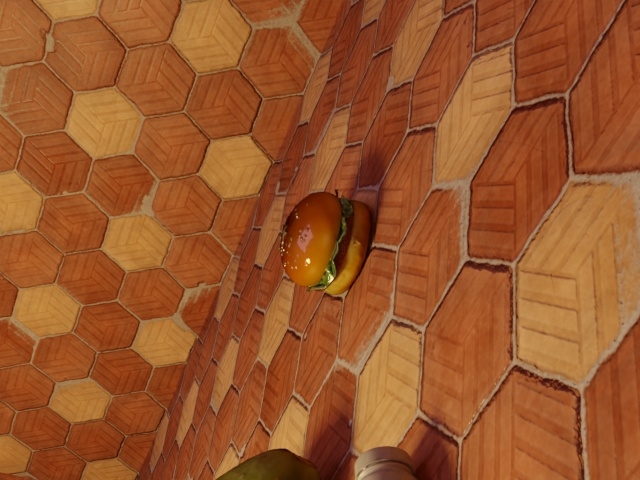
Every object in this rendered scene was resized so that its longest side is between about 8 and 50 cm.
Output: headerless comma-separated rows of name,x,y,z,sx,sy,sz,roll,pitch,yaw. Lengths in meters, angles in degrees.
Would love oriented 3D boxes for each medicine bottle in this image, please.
medicine bottle,0.100,0.393,1.083,0.187,0.102,0.103,-95,28,-53

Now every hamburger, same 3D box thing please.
hamburger,0.000,-0.001,1.707,0.246,0.169,0.246,-163,90,-76

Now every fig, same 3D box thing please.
fig,-0.125,0.532,1.420,0.326,0.258,0.258,-57,18,6
